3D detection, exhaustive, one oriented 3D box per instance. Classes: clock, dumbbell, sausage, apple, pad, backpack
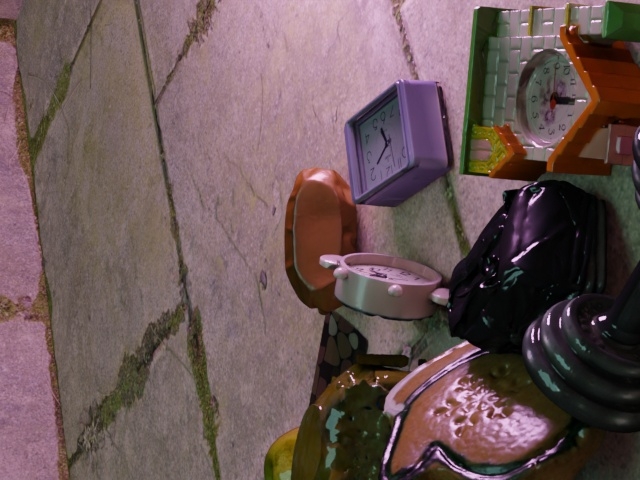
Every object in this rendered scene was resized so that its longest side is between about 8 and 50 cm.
[{"bbox_3d":[0.114,-0.142,2.009,0.193,0.073,0.144,-34,58,58],"label":"clock"},{"bbox_3d":[0.351,0.036,1.413,0.179,0.179,0.406,63,142,44],"label":"dumbbell"},{"bbox_3d":[0.001,0.000,2.171,0.136,0.120,0.241,55,-146,-79],"label":"sausage"},{"bbox_3d":[0.000,0.381,2.089,0.196,0.196,0.196,-7,82,63],"label":"apple"},{"bbox_3d":[0.025,0.244,2.237,0.158,0.003,0.235,38,121,58],"label":"pad"},{"bbox_3d":[0.239,0.043,1.661,0.258,0.133,0.206,128,159,-53],"label":"backpack"},{"bbox_3d":[0.097,0.069,1.938,0.229,0.155,0.063,15,106,26],"label":"clock"},{"bbox_3d":[0.289,-0.178,1.628,0.255,0.106,0.220,13,100,62],"label":"clock"}]

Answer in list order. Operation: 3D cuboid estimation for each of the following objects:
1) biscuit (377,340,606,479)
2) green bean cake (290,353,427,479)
[{"bbox_3d":[0.187,0.225,1.646,0.057,0.287,0.344,61,169,-23],"label":"biscuit"},{"bbox_3d":[0.071,0.323,1.856,0.285,0.202,0.310,-146,64,-79],"label":"green bean cake"}]
